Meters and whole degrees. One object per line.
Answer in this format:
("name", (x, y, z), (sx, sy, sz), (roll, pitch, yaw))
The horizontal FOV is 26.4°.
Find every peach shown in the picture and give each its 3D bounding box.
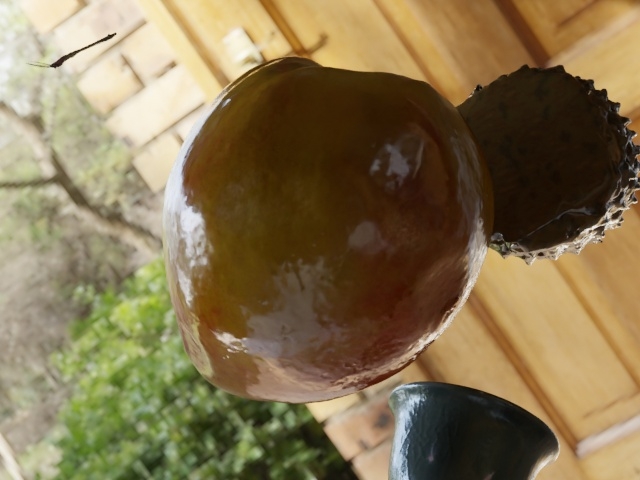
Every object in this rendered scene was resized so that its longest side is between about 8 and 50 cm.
("peach", (0.004, 0.002, 1.195), (0.289, 0.289, 0.308), (-143, 67, -84))

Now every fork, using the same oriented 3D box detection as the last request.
("fork", (-0.212, -0.163, 1.181), (0.016, 0.012, 0.115), (7, 24, 29))

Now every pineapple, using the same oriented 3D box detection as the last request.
("pineapple", (0.253, -0.064, 1.449), (0.202, 0.202, 0.362), (-34, -17, 15))

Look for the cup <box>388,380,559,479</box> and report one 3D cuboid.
("cup", (0.147, 0.266, 1.498), (0.199, 0.199, 0.150), (-26, 36, 57))
